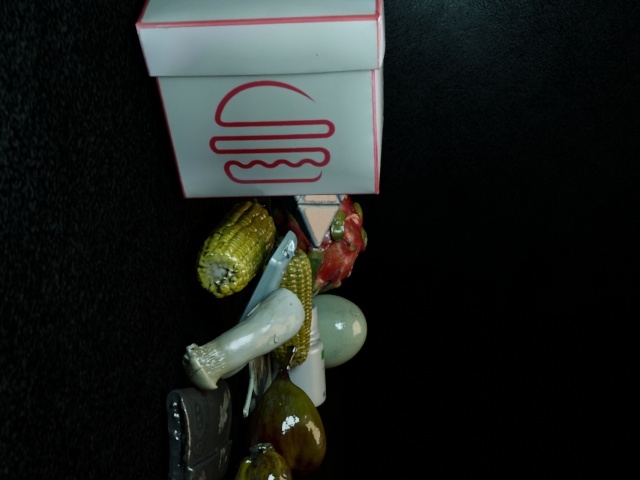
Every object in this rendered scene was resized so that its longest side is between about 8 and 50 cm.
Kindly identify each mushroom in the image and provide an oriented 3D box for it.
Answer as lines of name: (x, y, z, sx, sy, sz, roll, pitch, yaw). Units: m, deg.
mushroom: (-0.115, 0.153, 1.281, 0.223, 0.092, 0.081, -34, 115, -42)

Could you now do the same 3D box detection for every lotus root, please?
lotus root: (-0.105, 0.482, 1.551, 0.120, 0.120, 0.209, 75, 15, -67)

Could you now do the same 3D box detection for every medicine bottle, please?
medicine bottle: (-0.060, 0.269, 1.965, 0.139, 0.139, 0.236, -63, 149, -78)

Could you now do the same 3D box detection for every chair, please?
chair: (-0.138, -0.123, 1.559, 0.212, 0.084, 0.101, 80, 7, -57)

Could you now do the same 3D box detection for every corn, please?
corn: (-0.073, 0.136, 1.792, 0.119, 0.119, 0.321, -82, 174, -57)
corn: (-0.141, 0.014, 1.400, 0.318, 0.115, 0.115, -67, 155, -72)

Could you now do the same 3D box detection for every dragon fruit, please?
dragon fruit: (-0.010, -0.001, 2.106, 0.231, 0.237, 0.302, 20, 79, -61)

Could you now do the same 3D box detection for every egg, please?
egg: (0.003, 0.232, 2.110, 0.186, 0.253, 0.186, 29, 51, -44)

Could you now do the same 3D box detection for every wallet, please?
wallet: (-0.177, 0.305, 1.278, 0.321, 0.044, 0.170, 49, 38, -81)

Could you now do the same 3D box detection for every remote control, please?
remote control: (-0.106, 0.118, 1.427, 0.293, 0.051, 0.103, -65, 178, 35)

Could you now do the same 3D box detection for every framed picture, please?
framed picture: (-0.137, 0.253, 1.785, 0.209, 0.019, 0.281, -80, 167, -61)

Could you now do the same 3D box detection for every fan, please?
fan: (-0.136, 0.268, 1.672, 0.226, 0.008, 0.152, -83, 170, -57)

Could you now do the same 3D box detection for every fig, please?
fig: (-0.067, 0.351, 1.708, 0.145, 0.170, 0.274, -24, -119, 58)

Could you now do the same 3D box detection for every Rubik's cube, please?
Rubik's cube: (-0.038, -0.166, 1.650, 0.228, 0.228, 0.233, -62, -178, 31)

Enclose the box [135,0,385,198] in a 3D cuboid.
box: (-0.061, -0.266, 1.212, 0.314, 0.312, 0.300, -86, 173, -46)
